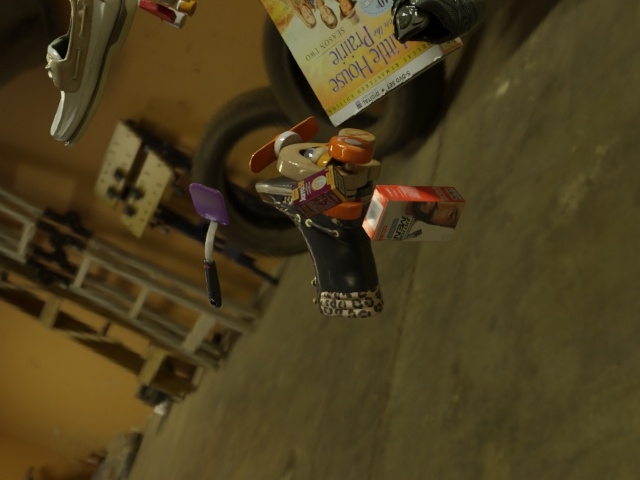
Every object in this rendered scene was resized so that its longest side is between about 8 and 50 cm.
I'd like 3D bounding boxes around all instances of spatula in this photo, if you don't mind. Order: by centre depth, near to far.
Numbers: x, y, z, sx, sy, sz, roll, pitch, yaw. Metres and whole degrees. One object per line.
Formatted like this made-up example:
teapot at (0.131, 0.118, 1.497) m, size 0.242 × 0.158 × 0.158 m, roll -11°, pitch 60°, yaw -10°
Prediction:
spatula at (-0.212, 0.015, 1.854) m, size 0.030 × 0.084 × 0.297 m, roll -41°, pitch -37°, yaw -45°

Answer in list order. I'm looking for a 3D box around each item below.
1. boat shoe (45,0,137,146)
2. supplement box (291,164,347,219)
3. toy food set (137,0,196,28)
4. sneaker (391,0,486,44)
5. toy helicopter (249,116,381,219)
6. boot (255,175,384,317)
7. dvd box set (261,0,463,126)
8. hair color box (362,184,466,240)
boat shoe at (-0.404, -0.299, 1.593) m, size 0.302 × 0.103 × 0.113 m, roll -62°, pitch 30°, yaw 25°
supplement box at (-0.002, -0.080, 1.607) m, size 0.083 × 0.043 × 0.055 m, roll -25°, pitch 48°, yaw 20°
toy food set at (-0.374, -0.587, 2.288) m, size 0.232 × 0.104 × 0.111 m, roll 60°, pitch -125°, yaw -84°
sneaker at (0.123, -0.371, 1.391) m, size 0.130 × 0.227 × 0.087 m, roll -44°, pitch -3°, yaw -37°
toy helicopter at (0.014, -0.169, 1.890) m, size 0.355 × 0.234 × 0.140 m, roll -42°, pitch -36°, yaw -64°
boot at (0.000, 0.000, 2.020) m, size 0.377 × 0.138 × 0.284 m, roll 10°, pitch 115°, yaw 54°
dvd box set at (0.020, -0.432, 1.598) m, size 0.062 × 0.421 × 0.307 m, roll -32°, pitch 4°, yaw -38°
hair color box at (0.170, -0.048, 1.739) m, size 0.053 × 0.167 × 0.093 m, roll 58°, pitch 140°, yaw 45°
